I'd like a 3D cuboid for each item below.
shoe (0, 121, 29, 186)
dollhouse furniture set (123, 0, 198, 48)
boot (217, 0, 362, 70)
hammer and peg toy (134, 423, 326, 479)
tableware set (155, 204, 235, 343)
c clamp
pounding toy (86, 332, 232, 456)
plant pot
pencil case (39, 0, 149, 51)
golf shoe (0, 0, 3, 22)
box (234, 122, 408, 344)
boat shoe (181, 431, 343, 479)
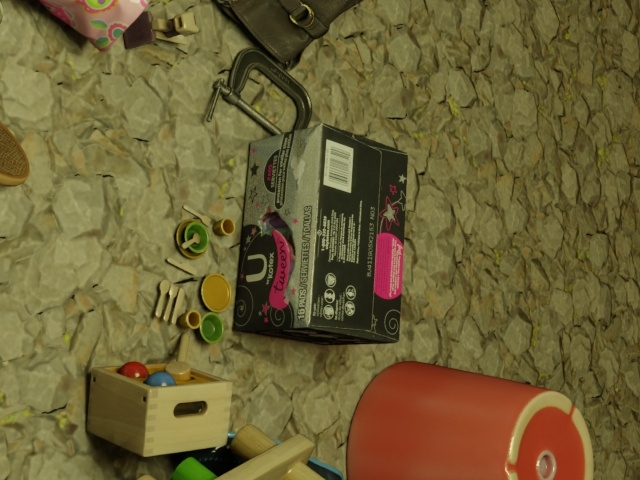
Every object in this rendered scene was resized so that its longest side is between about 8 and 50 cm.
[{"bbox_3d":[-0.381,-0.107,1.017,0.219,0.058,0.076,31,44,-42],"label":"shoe"},{"bbox_3d":[-0.175,-0.285,1.228,0.081,0.091,0.114,-7,87,-60],"label":"dollhouse furniture set"},{"bbox_3d":[-0.029,-0.345,1.278,0.263,0.229,0.091,51,19,-34],"label":"boot"},{"bbox_3d":[-0.149,0.339,1.019,0.361,0.127,0.265,-14,133,-61],"label":"hammer and peg toy"},{"bbox_3d":[-0.136,0.040,1.250,0.104,0.024,0.154,32,59,-38],"label":"tableware set"},{"bbox_3d":[-0.074,-0.172,1.349,0.161,0.022,0.137,31,59,-37],"label":"c clamp"},{"bbox_3d":[-0.168,0.163,1.148,0.141,0.130,0.100,2,96,-44],"label":"pounding toy"},{"bbox_3d":[0.210,0.297,1.412,0.275,0.243,0.274,7,80,-43],"label":"plant pot"},{"bbox_3d":[-0.295,-0.314,1.073,0.284,0.124,0.124,32,63,-35],"label":"pencil case"},{"bbox_3d":[-0.395,-0.260,1.020,0.186,0.067,0.086,36,29,-30],"label":"golf shoe"},{"bbox_3d":[0.000,0.000,1.314,0.163,0.142,0.247,14,74,-42],"label":"box"},{"bbox_3d":[-0.055,0.291,1.243,0.258,0.109,0.089,26,55,-37],"label":"boat shoe"}]
